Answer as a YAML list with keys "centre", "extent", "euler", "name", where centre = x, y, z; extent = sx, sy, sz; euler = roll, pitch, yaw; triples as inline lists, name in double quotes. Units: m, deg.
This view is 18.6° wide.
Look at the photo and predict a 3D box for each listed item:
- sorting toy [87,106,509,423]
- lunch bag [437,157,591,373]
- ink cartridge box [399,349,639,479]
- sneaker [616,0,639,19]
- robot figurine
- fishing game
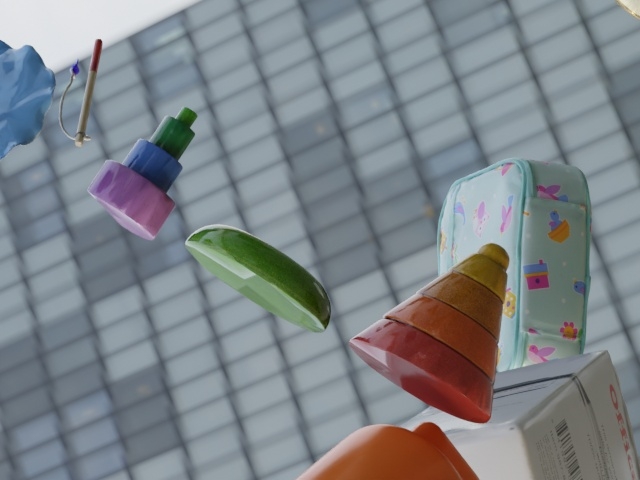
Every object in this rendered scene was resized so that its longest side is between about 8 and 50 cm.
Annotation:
- centre: [0.000, 0.000, 1.494]
  extent: [0.365, 0.126, 0.127]
  euler: [29, 169, 18]
  name: "sorting toy"
- centre: [0.215, 0.053, 2.277]
  extent: [0.108, 0.224, 0.279]
  euler: [10, -102, -25]
  name: "lunch bag"
- centre: [0.196, 0.284, 1.846]
  extent: [0.395, 0.166, 0.285]
  euler: [-17, -87, -69]
  name: "ink cartridge box"
- centre: [0.197, -0.237, 1.352]
  extent: [0.192, 0.086, 0.064]
  euler: [35, -145, -26]
  name: "sneaker"
- centre: [0.027, 0.217, 1.420]
  extent: [0.219, 0.158, 0.128]
  euler: [-35, -54, -42]
  name: "robot figurine"
- centre: [-0.328, -0.113, 1.791]
  extent: [0.041, 0.264, 0.189]
  euler: [73, -165, -46]
  name: "fishing game"
